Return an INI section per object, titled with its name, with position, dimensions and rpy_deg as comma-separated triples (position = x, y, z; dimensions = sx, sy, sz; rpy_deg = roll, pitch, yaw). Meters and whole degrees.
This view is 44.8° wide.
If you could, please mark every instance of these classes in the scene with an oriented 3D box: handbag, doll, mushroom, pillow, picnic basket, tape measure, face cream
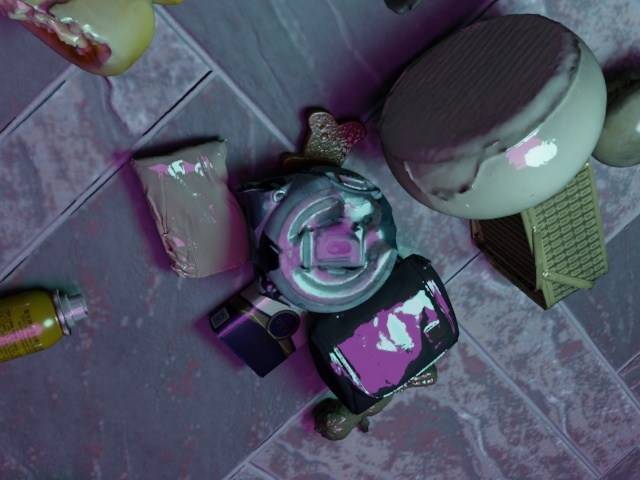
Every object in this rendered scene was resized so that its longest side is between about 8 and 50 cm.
[handbag]
position = 0.140, 0.196, 1.530
dimensions = 0.302, 0.178, 0.275
rpy_deg = -33, 154, -9
[doll]
position = 0.122, 0.347, 1.715
dimensions = 0.286, 0.091, 0.203
rpy_deg = -33, 160, 10
[mushroom]
position = 0.618, -0.248, 1.539
dimensions = 0.226, 0.178, 0.226
rpy_deg = -44, 167, -14
[pillow]
position = -0.206, -0.053, 1.346
dimensions = 0.173, 0.067, 0.270
rpy_deg = -24, 125, -16
[picnic basket]
position = 0.415, -0.039, 1.531
dimensions = 0.175, 0.228, 0.312
rpy_deg = -30, 125, -8
[tape measure]
position = 0.000, 0.000, 1.357
dimensions = 0.275, 0.147, 0.256
rpy_deg = -10, 107, -14
[face cream]
position = -0.562, 0.160, 1.289
dimensions = 0.349, 0.105, 0.105
rpy_deg = -17, 124, -14

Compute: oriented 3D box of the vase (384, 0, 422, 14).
[vase]
position = 0.010, -0.470, 1.113
dimensions = 0.291, 0.245, 0.245
rpy_deg = 4, 117, -19

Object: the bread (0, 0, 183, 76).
[bread]
position = -0.355, -0.391, 0.921
dimensions = 0.245, 0.329, 0.424
rpy_deg = -44, 120, 4

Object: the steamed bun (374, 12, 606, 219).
[steamed bun]
position = 0.296, -0.189, 1.306
dimensions = 0.374, 0.374, 0.241
rpy_deg = -42, 128, 3

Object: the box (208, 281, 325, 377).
[box]
position = -0.069, 0.134, 1.513
dimensions = 0.259, 0.071, 0.168
rpy_deg = -40, 127, -1

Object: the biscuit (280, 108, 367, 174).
[biscuit]
position = -0.007, -0.137, 1.407
dimensions = 0.138, 0.031, 0.205
rpy_deg = 11, 113, -27
